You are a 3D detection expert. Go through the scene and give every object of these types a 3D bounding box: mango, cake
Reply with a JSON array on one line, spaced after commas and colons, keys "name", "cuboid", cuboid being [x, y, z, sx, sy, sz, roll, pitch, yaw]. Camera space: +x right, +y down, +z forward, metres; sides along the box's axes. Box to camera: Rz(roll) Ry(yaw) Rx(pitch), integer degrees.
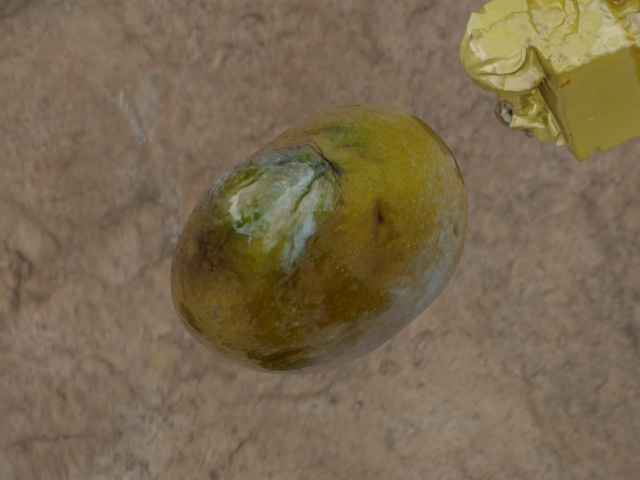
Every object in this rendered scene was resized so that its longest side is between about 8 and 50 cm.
[{"name": "mango", "cuboid": [0.000, 0.000, 0.854, 0.146, 0.316, 0.193, 43, 99, 9]}, {"name": "cake", "cuboid": [0.312, -0.249, 1.665, 0.286, 0.227, 0.222, -25, 55, 7]}]
